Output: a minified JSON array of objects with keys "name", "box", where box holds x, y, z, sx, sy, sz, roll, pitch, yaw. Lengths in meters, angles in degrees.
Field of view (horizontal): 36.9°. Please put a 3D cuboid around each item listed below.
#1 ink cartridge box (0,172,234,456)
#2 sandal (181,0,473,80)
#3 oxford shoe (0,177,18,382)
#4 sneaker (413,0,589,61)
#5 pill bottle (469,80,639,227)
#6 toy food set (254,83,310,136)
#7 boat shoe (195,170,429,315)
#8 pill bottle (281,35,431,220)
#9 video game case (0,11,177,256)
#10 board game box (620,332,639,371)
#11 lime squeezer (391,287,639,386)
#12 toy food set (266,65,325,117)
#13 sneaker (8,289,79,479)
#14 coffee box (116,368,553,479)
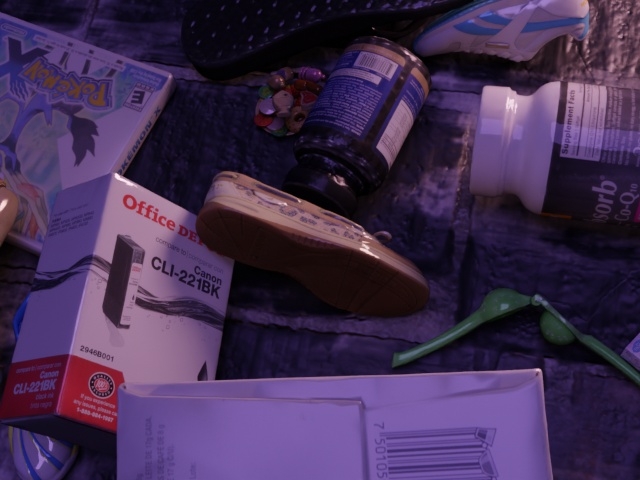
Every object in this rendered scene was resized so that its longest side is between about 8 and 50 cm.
[{"name":"ink cartridge box","box":[-0.214,0.089,1.066,0.114,0.197,0.272,-15,58,39]},{"name":"sandal","box":[0.030,-0.324,1.301,0.446,0.107,0.167,-13,65,15]},{"name":"oxford shoe","box":[-0.434,0.116,1.144,0.147,0.140,0.396,22,76,-6]},{"name":"sneaker","box":[0.233,-0.273,1.245,0.229,0.092,0.087,-15,20,19]},{"name":"pill bottle","box":[0.321,-0.101,1.119,0.279,0.162,0.162,7,67,11]},{"name":"toy food set","box":[-0.048,-0.174,1.274,0.083,0.020,0.083,-8,65,4]},{"name":"boat shoe","box":[0.000,0.000,1.114,0.285,0.104,0.089,25,44,-13]},{"name":"pill bottle","box":[0.041,-0.134,1.189,0.123,0.123,0.219,23,70,16]},{"name":"video game case","box":[-0.406,-0.152,1.300,0.329,0.036,0.300,22,70,16]},{"name":"board game box","box":[0.397,0.127,1.069,0.090,0.020,0.090,-36,67,-29]},{"name":"lime squeezer","box":[0.242,0.112,1.089,0.311,0.059,0.109,8,67,10]},{"name":"toy food set","box":[-0.029,-0.203,1.253,0.078,0.019,0.122,-10,38,-7]},{"name":"sneaker","box":[-0.324,0.155,1.100,0.091,0.126,0.240,-4,65,6]},{"name":"coffee box","box":[0.030,0.303,0.855,0.338,0.334,0.337,-3,75,6]}]
